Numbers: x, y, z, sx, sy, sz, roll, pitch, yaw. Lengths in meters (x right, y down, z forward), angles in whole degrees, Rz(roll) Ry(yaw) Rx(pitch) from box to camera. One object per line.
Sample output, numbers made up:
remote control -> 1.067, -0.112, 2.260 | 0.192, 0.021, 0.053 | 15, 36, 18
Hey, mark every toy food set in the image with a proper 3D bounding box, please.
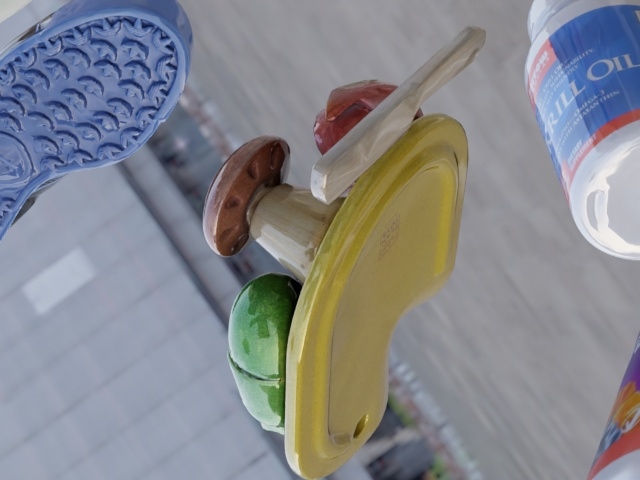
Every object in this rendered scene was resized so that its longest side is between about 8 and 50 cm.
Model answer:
toy food set -> 0.000, 0.000, 0.702 | 0.071, 0.128, 0.218 | 27, 142, 20

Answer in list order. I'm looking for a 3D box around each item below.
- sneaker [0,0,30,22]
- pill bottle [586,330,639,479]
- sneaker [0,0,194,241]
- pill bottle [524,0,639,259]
sneaker -> -0.212, -0.131, 0.502 | 0.158, 0.410, 0.182 | 64, 162, 14
pill bottle -> 0.160, 0.048, 0.591 | 0.108, 0.108, 0.193 | 55, -139, -23
sneaker -> -0.140, -0.070, 0.879 | 0.081, 0.232, 0.090 | 38, -139, -22
pill bottle -> 0.215, -0.100, 1.246 | 0.124, 0.124, 0.221 | 56, -166, -38
